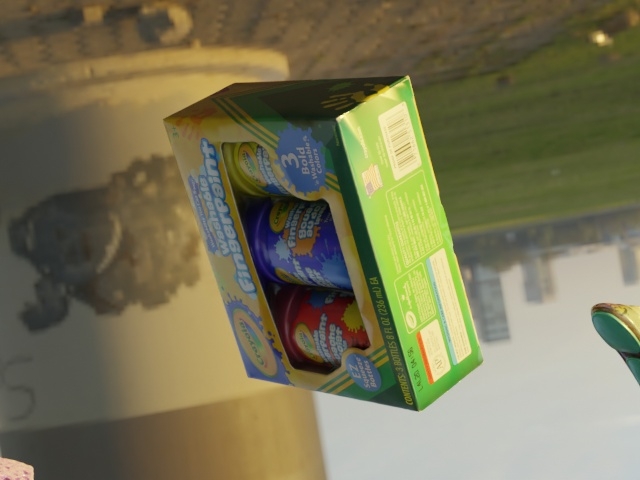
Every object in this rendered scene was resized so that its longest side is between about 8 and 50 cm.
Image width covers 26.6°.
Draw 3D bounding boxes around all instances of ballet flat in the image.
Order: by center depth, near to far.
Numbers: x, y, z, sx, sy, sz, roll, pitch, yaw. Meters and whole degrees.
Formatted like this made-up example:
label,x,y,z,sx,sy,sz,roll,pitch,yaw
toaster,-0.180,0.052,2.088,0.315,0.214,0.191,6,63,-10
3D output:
label,x,y,z,sx,sy,sz,roll,pitch,yaw
ballet flat,0.471,0.149,1.993,0.077,0.221,0.079,1,-133,53

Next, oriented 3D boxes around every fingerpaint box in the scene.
label,x,y,z,sx,sy,sz,roll,pitch,yaw
fingerpaint box,0.000,0.000,1.960,0.371,0.444,0.163,6,-151,46

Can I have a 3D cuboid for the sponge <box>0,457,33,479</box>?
label,x,y,z,sx,sy,sz,roll,pitch,yaw
sponge,-0.364,0.248,1.228,0.117,0.031,0.210,18,137,-35
